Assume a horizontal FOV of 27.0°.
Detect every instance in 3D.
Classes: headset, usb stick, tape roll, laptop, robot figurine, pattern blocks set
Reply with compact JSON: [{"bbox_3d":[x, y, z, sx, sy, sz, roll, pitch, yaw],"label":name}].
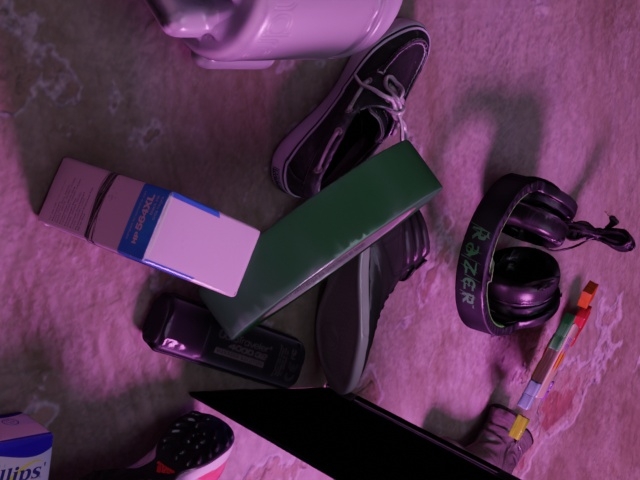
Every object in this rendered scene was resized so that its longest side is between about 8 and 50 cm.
[{"bbox_3d":[0.343,0.018,2.061,0.394,0.185,0.243,-17,119,-57],"label":"headset"},{"bbox_3d":[-0.121,0.135,1.748,0.278,0.045,0.077,24,82,-47],"label":"usb stick"},{"bbox_3d":[0.000,0.000,1.635,0.321,0.321,0.077,-33,85,-31],"label":"tape roll"},{"bbox_3d":[0.075,0.361,1.789,0.236,0.382,0.408,-35,128,-30],"label":"laptop"},{"bbox_3d":[-0.043,-0.307,1.531,0.353,0.199,0.300,-10,151,-42],"label":"robot figurine"},{"bbox_3d":[0.378,0.196,2.185,0.285,0.026,0.325,-61,166,-8],"label":"pattern blocks set"}]

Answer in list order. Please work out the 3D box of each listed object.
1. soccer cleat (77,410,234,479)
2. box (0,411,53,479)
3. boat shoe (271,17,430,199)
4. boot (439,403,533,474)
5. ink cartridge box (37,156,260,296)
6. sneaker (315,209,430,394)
[{"bbox_3d":[-0.222,0.327,1.651,0.318,0.109,0.116,-32,144,-52],"label":"soccer cleat"},{"bbox_3d":[-0.383,0.278,1.524,0.126,0.072,0.137,-5,109,-45],"label":"box"},{"bbox_3d":[0.065,-0.172,1.763,0.306,0.105,0.113,-46,133,-22],"label":"boat shoe"},{"bbox_3d":[0.264,0.337,2.210,0.246,0.083,0.161,47,60,-44],"label":"boot"},{"bbox_3d":[-0.194,-0.017,1.497,0.148,0.203,0.086,24,86,-48],"label":"ink cartridge box"},{"bbox_3d":[0.082,0.070,1.878,0.147,0.104,0.295,-5,105,-39],"label":"sneaker"}]
